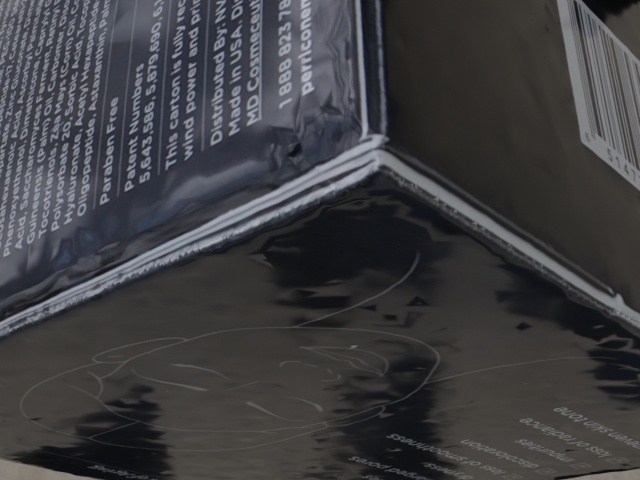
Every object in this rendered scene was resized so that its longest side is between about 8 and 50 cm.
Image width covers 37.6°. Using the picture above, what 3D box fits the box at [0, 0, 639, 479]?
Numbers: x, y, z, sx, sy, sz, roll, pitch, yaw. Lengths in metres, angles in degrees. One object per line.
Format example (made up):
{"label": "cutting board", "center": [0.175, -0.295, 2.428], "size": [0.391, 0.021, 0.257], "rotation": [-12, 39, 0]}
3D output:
{"label": "box", "center": [0.000, 0.000, 0.669], "size": [0.472, 0.480, 0.297], "rotation": [-23, 55, 35]}
